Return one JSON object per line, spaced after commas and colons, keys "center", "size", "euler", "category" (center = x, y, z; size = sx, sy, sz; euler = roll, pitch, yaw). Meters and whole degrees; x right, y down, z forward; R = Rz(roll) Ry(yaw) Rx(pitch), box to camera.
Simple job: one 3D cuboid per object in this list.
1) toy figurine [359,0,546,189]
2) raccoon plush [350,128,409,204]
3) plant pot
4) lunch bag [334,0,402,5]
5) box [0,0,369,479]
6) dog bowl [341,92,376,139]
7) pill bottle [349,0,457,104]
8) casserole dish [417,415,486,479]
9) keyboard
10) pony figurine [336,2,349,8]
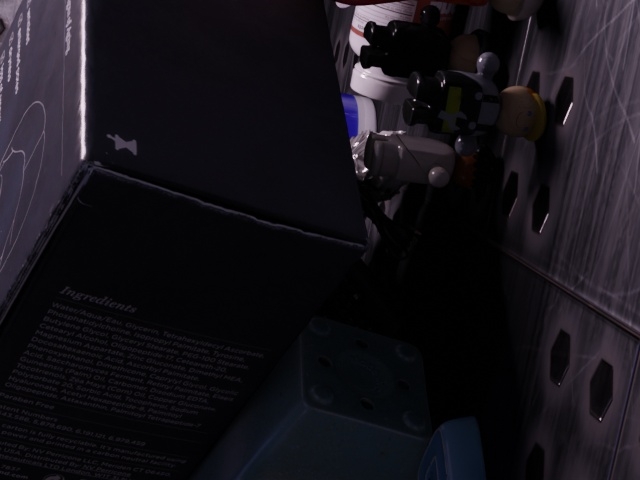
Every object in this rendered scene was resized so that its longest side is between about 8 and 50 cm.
{"center": [0.135, -0.161, 1.364], "size": [0.213, 0.148, 0.209], "euler": [123, 149, -61], "category": "toy figurine"}
{"center": [0.021, 0.040, 1.890], "size": [0.446, 0.299, 0.216], "euler": [-13, 57, 40], "category": "raccoon plush"}
{"center": [-0.001, 0.225, 1.498], "size": [0.247, 0.248, 0.252], "euler": [-93, 26, -53], "category": "plant pot"}
{"center": [0.102, -0.401, 1.448], "size": [0.120, 0.258, 0.293], "euler": [-120, 24, -59], "category": "lunch bag"}
{"center": [-0.211, -0.048, 1.493], "size": [0.471, 0.297, 0.479], "euler": [-55, 31, 38], "category": "box"}
{"center": [0.003, -0.099, 2.132], "size": [0.265, 0.104, 0.264], "euler": [-171, 90, -80], "category": "dog bowl"}
{"center": [0.104, -0.281, 1.686], "size": [0.121, 0.121, 0.216], "euler": [-105, 26, -68], "category": "pill bottle"}
{"center": [0.123, 0.251, 1.313], "size": [0.188, 0.037, 0.114], "euler": [-90, 14, -48], "category": "casserole dish"}
{"center": [0.000, 0.000, 1.702], "size": [0.201, 0.033, 0.317], "euler": [-47, 66, 16], "category": "keyboard"}
{"center": [0.047, -0.496, 1.921], "size": [0.363, 0.303, 0.351], "euler": [-67, 16, -10], "category": "pony figurine"}
